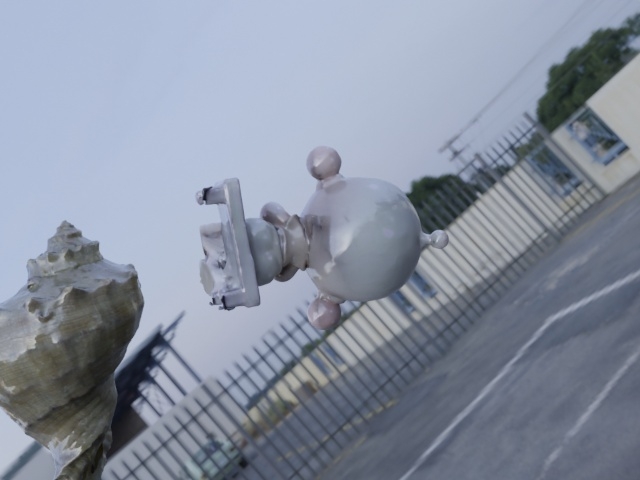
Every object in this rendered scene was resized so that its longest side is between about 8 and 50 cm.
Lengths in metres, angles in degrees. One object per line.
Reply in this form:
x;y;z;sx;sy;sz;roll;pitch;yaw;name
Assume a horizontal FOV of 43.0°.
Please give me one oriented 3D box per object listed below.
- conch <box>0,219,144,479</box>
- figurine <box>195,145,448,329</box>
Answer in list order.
-0.306;0.137;0.971;0.263;0.186;0.323;-23;-50;-80;conch
0.001;-0.006;0.861;0.257;0.181;0.144;-8;-17;-13;figurine
